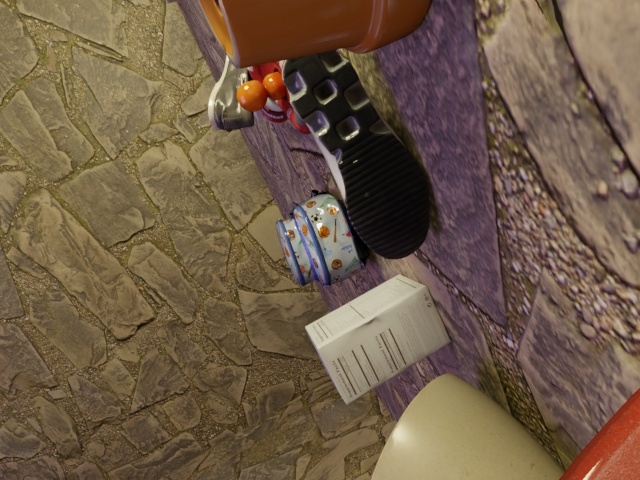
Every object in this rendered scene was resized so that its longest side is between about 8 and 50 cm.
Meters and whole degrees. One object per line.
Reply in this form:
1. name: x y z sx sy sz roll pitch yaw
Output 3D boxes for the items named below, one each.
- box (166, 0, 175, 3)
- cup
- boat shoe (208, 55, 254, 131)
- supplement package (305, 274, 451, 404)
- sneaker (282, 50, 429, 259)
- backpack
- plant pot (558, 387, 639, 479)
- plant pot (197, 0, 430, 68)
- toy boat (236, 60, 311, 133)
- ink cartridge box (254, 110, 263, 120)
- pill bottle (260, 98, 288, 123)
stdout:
1. box: -0.432 -0.835 1.177 0.127 0.148 0.232 61 172 1
2. cup: 0.254 0.411 0.627 0.236 0.331 0.331 15 139 41
3. boat shoe: -0.170 -0.389 0.943 0.112 0.095 0.336 81 -165 -65
4. supplement package: 0.112 0.194 0.843 0.134 0.244 0.139 64 172 -11
5. sneaker: 0.065 -0.132 0.623 0.331 0.122 0.146 63 -170 -11
6. backpack: 0.000 0.000 1.076 0.277 0.213 0.263 64 165 -2
7. plant pot: 0.266 0.302 0.297 0.267 0.235 0.267 54 168 45
8. plant pot: -0.026 -0.268 0.397 0.205 0.187 0.205 60 172 15
9. toy boat: -0.093 -0.301 0.800 0.231 0.151 0.151 56 164 33
10. ink cartridge box: -0.209 -0.481 1.238 0.115 0.067 0.198 56 169 32
11. pill bottle: -0.104 -0.343 0.981 0.086 0.086 0.152 62 172 -2
